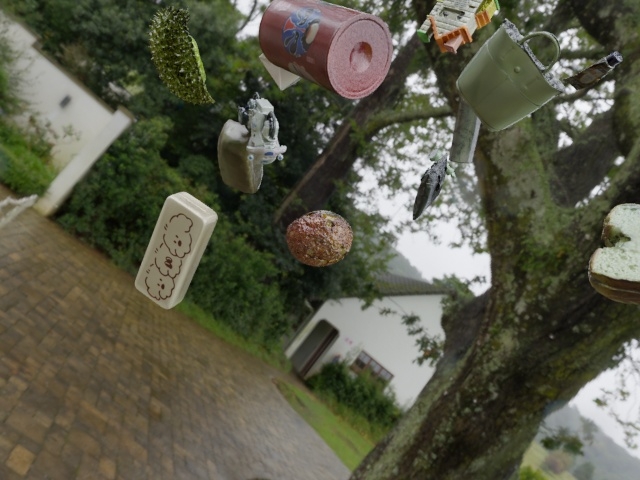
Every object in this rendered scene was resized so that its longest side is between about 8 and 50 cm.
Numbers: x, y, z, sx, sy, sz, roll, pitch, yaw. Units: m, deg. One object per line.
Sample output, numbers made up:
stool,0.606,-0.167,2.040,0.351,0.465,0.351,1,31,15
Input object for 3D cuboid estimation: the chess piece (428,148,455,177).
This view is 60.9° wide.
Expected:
chess piece,0.524,-0.317,2.307,0.149,0.059,0.059,43,-9,-18

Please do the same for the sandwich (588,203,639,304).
sandwich,0.805,0.033,1.329,0.248,0.273,0.095,11,-34,38

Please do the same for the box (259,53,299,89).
box,-0.031,-0.699,1.968,0.224,0.341,0.143,-27,-77,38

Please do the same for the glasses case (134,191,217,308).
glasses case,-0.422,0.033,1.579,0.144,0.337,0.076,33,25,11

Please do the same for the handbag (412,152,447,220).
handbag,0.438,-0.220,2.164,0.088,0.254,0.211,26,-51,16

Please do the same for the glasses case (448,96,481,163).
glasses case,0.645,-0.493,2.398,0.114,0.299,0.060,3,23,-9

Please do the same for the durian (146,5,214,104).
durian,-0.488,-0.640,1.901,0.169,0.158,0.352,-54,127,-75

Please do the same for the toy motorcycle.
toy motorcycle,-0.148,-0.277,1.362,0.221,0.102,0.150,-122,-146,-52

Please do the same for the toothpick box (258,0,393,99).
toothpick box,0.005,-0.510,1.414,0.333,0.204,0.204,39,-6,45

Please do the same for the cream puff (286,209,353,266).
cream puff,0.001,0.000,1.891,0.240,0.240,0.164,47,22,-46

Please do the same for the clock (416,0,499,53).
clock,0.536,-0.871,2.156,0.219,0.255,0.106,35,2,35

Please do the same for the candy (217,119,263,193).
candy,-0.225,-0.234,1.547,0.104,0.102,0.234,19,-27,9

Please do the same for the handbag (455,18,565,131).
handbag,0.525,-0.451,1.466,0.241,0.109,0.315,51,-33,2

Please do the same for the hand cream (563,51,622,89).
hand cream,0.769,-0.474,1.539,0.062,0.039,0.163,23,-24,-18
